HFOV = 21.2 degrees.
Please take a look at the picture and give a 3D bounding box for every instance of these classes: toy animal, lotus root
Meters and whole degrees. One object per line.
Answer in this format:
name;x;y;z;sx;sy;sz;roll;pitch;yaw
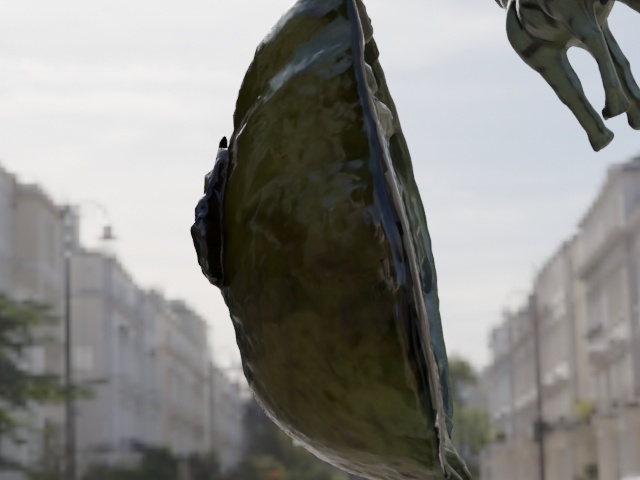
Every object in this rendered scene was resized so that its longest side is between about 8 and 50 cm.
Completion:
toy animal;0.184;-0.147;1.238;0.089;0.170;0.255;-31;9;-11
lotus root;0.001;0.004;0.615;0.078;0.204;0.183;-11;-34;6
